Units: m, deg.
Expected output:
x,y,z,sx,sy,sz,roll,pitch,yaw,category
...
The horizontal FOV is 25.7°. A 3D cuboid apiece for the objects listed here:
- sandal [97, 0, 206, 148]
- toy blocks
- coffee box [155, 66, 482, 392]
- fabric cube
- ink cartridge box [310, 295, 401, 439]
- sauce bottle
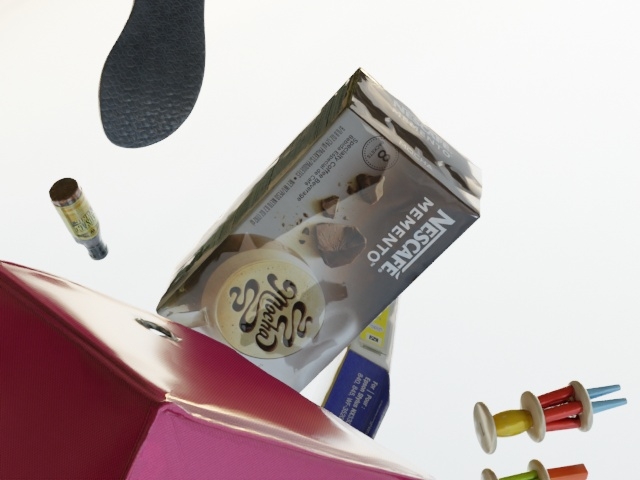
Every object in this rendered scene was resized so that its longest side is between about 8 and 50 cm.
x,y,z,sx,sy,sz,roll,pitch,yaw,category
-0.154,-0.208,1.375,0.054,0.097,0.254,163,-60,-76,sandal
0.230,0.201,1.370,0.148,0.123,0.054,-11,-167,-12,toy blocks
0.000,0.000,1.384,0.297,0.168,0.119,-45,-167,23,coffee box
-0.126,0.193,0.911,0.258,0.254,0.259,26,-89,49,fabric cube
0.009,0.235,1.666,0.307,0.072,0.303,-66,179,-70,ink cartridge box
-0.290,-0.023,1.710,0.042,0.128,0.042,-9,-128,12,sauce bottle
